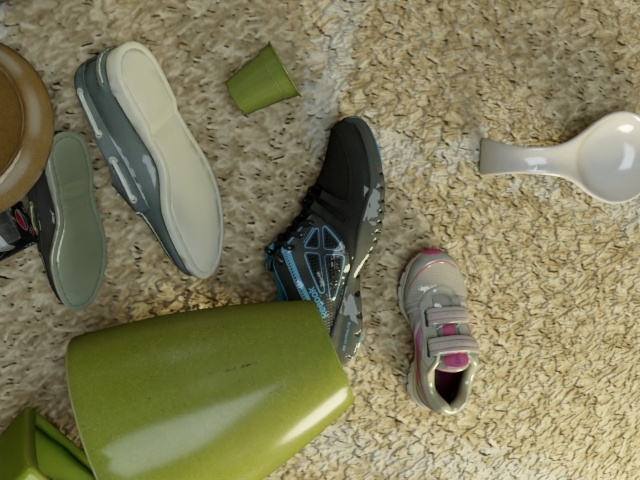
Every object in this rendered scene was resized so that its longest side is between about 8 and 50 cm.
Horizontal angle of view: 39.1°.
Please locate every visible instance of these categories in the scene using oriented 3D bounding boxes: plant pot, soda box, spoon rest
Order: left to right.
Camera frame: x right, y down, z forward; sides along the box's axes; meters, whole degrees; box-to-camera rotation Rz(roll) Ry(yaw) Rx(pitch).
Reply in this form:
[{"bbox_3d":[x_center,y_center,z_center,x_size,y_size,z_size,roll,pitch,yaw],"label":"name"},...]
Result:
[{"bbox_3d":[-0.435,-0.135,1.059,0.236,0.032,0.236,0,82,-1],"label":"plant pot"},{"bbox_3d":[-0.435,0.012,1.094,0.168,0.053,0.060,-27,82,5],"label":"soda box"},{"bbox_3d":[-0.344,0.373,1.081,0.207,0.227,0.228,-46,108,-8],"label":"plant pot"},{"bbox_3d":[-0.117,0.191,1.107,0.293,0.275,0.275,-22,106,-2],"label":"plant pot"},{"bbox_3d":[-0.079,-0.204,1.175,0.079,0.083,0.083,-31,107,4],"label":"plant pot"},{"bbox_3d":[0.374,-0.119,1.310,0.276,0.084,0.137,-3,101,-14],"label":"spoon rest"}]

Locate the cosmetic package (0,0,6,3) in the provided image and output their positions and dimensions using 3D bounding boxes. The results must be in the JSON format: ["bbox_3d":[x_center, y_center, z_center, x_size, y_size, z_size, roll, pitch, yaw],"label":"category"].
[{"bbox_3d":[-0.272,-0.381,1.040,0.309,0.160,0.113,-25,105,-11],"label":"cosmetic package"}]

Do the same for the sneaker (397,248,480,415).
[{"bbox_3d":[0.179,0.138,1.288,0.102,0.111,0.252,-11,103,-14],"label":"sneaker"}]

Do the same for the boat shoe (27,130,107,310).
[{"bbox_3d":[-0.326,-0.026,1.141,0.081,0.068,0.228,-16,109,-48],"label":"boat shoe"}]

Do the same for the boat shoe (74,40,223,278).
[{"bbox_3d":[-0.218,-0.094,1.159,0.099,0.116,0.320,-7,116,30],"label":"boat shoe"}]

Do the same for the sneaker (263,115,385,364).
[{"bbox_3d":[0.000,0.000,1.207,0.139,0.125,0.341,7,96,-11],"label":"sneaker"}]
